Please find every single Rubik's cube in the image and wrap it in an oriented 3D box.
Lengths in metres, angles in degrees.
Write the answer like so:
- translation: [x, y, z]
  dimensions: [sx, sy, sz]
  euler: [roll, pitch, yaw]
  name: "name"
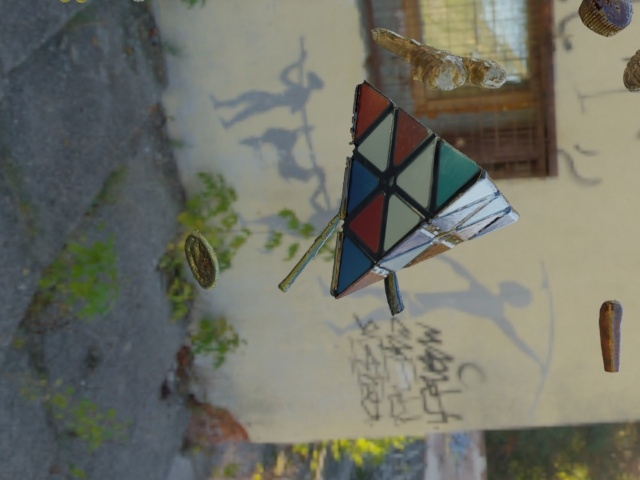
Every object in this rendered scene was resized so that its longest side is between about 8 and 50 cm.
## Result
- translation: [0.109, -0.007, 1.190]
  dimensions: [0.250, 0.234, 0.284]
  euler: [33, 9, -43]
  name: "Rubik's cube"

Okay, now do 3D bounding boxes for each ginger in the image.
- translation: [0.244, -0.389, 2.070]
  dimensions: [0.148, 0.333, 0.081]
  euler: [-36, 139, -23]
  name: "ginger"

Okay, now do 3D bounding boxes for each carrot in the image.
- translation: [0.375, 0.122, 1.226]
  dimensions: [0.032, 0.032, 0.093]
  euler: [-28, 116, -77]
  name: "carrot"

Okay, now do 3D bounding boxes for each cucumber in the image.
- translation: [0.144, 0.093, 1.916]
  dimensions: [0.033, 0.034, 0.135]
  euler: [-75, 153, -63]
  name: "cucumber"

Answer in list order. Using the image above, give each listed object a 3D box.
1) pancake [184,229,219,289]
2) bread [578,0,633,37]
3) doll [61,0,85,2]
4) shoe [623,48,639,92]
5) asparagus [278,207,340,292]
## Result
- translation: [-0.202, 0.033, 1.612]
  dimensions: [0.017, 0.108, 0.108]
  euler: [-19, 111, -35]
  name: "pancake"
- translation: [0.450, -0.363, 1.485]
  dimensions: [0.053, 0.085, 0.085]
  euler: [132, -35, -60]
  name: "bread"
- translation: [-0.511, -0.579, 1.960]
  dimensions: [0.188, 0.145, 0.096]
  euler: [54, -31, 12]
  name: "doll"
- translation: [0.656, -0.322, 1.764]
  dimensions: [0.092, 0.180, 0.089]
  euler: [35, 38, -41]
  name: "shoe"
- translation: [0.000, 0.000, 1.837]
  dimensions: [0.024, 0.248, 0.025]
  euler: [37, 1, -29]
  name: "asparagus"
